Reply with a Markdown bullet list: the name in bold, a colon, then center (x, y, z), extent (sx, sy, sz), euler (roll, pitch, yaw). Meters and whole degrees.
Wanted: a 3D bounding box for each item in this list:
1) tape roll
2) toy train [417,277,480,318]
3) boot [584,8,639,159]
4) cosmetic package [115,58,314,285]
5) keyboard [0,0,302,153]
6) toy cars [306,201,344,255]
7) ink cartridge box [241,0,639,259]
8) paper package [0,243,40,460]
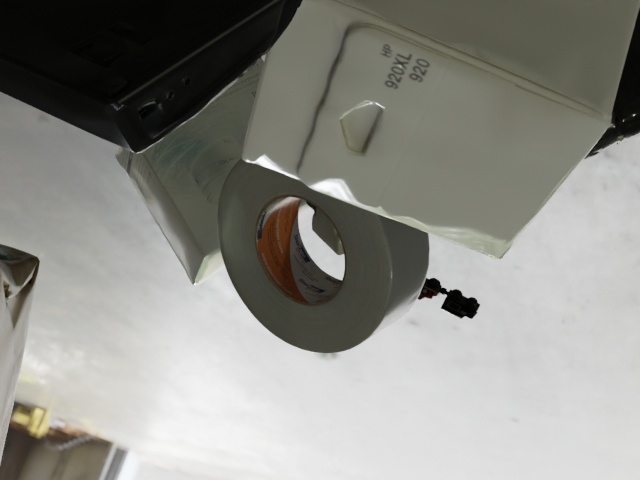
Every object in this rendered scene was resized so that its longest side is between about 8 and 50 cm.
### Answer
- **tape roll**: center (0.000, 0.000, 1.135), extent (0.219, 0.072, 0.219), euler (15, 116, 35)
- **toy train**: center (0.126, 0.058, 1.428), extent (0.158, 0.036, 0.027), euler (27, -179, 13)
- **boot**: center (0.339, -0.219, 1.133), extent (0.284, 0.377, 0.138), euler (-13, 120, 21)
- **cosmetic package**: center (-0.130, -0.097, 1.568), extent (0.225, 0.224, 0.138), euler (57, 158, 9)
- **keyboard**: center (-0.175, -0.099, 0.422), extent (0.317, 0.201, 0.033), euler (25, 136, 27)
- **toy cars**: center (0.017, -0.182, 1.470), extent (0.087, 0.394, 0.176), euler (-11, 172, -25)
- **ink cartridge box**: center (0.079, -0.143, 0.631), extent (0.168, 0.233, 0.171), euler (22, 153, 0)
- **paper package**: center (-0.463, 0.126, 1.059), extent (0.324, 0.310, 0.168), euler (11, -178, -1)
